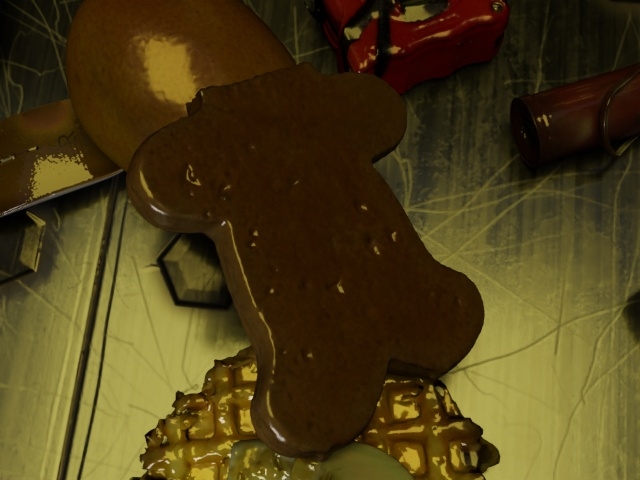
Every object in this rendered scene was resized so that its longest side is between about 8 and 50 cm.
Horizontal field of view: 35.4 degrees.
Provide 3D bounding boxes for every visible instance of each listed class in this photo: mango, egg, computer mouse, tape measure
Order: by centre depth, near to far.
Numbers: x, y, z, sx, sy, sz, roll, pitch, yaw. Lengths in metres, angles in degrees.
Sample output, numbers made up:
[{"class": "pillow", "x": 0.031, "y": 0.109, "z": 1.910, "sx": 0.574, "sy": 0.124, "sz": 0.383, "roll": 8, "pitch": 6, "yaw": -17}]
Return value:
[{"class": "egg", "x": -0.001, "y": 0.315, "z": 0.984, "sx": 0.206, "sy": 0.271, "sz": 0.162, "roll": -6, "pitch": 109, "yaw": -11}, {"class": "mango", "x": -0.147, "y": -0.164, "z": 1.234, "sx": 0.264, "sy": 0.221, "sz": 0.378, "roll": -34, "pitch": 84, "yaw": -21}, {"class": "computer mouse", "x": -0.362, "y": -0.106, "z": 1.297, "sx": 0.245, "sy": 0.056, "sz": 0.126, "roll": -20, "pitch": 71, "yaw": -5}, {"class": "tape measure", "x": 0.108, "y": -0.322, "z": 1.338, "sx": 0.253, "sy": 0.114, "sz": 0.260, "roll": -21, "pitch": 72, "yaw": -7}]

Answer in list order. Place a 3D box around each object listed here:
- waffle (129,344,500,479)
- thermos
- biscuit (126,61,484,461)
[{"class": "waffle", "x": -0.008, "y": 0.279, "z": 1.144, "sx": 0.379, "sy": 0.095, "sz": 0.382, "roll": 43, "pitch": 79, "yaw": 14}, {"class": "thermos", "x": 0.369, "y": -0.174, "z": 1.300, "sx": 0.232, "sy": 0.099, "sz": 0.124, "roll": -18, "pitch": 33, "yaw": -7}, {"class": "biscuit", "x": 0.000, "y": 0.000, "z": 1.096, "sx": 0.368, "sy": 0.076, "sz": 0.394, "roll": -28, "pitch": 88, "yaw": -37}]
